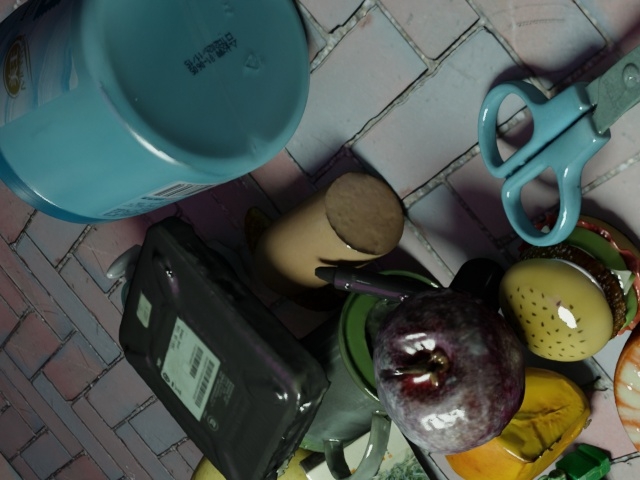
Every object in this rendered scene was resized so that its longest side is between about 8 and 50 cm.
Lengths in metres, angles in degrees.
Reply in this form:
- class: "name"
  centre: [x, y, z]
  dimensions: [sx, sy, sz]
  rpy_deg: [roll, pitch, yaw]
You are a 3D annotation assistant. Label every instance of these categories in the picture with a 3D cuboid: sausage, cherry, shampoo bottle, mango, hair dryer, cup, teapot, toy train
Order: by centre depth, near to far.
- class: "cherry"
  centre: [0.149, 0.152, 1.296]
  dimensions: [0.195, 0.195, 0.195]
  rpy_deg: [29, 139, 28]
- class: "hair dryer"
  centre: [0.114, 0.060, 1.441]
  dimensions: [0.248, 0.114, 0.070]
  rpy_deg: [11, 125, 22]
- class: "shampoo bottle"
  centre: [-0.235, -0.207, 1.447]
  dimensions: [0.343, 0.331, 0.331]
  rpy_deg: [-13, 112, 50]
- class: "mango"
  centre: [0.245, 0.258, 1.479]
  dimensions: [0.138, 0.187, 0.257]
  rpy_deg: [62, 158, 20]
- class: "toy train"
  centre: [0.354, 0.372, 1.516]
  dimensions: [0.071, 0.105, 0.178]
  rpy_deg: [28, 143, 55]
- class: "sausage"
  centre: [0.000, 0.000, 1.557]
  dimensions: [0.123, 0.123, 0.253]
  rpy_deg: [53, 146, -3]
- class: "teapot"
  centre: [0.051, 0.217, 1.600]
  dimensions: [0.200, 0.270, 0.337]
  rpy_deg: [10, 155, -22]
- class: "cup"
  centre: [-0.211, 0.086, 1.819]
  dimensions: [0.300, 0.173, 0.167]
  rpy_deg: [31, 141, 26]

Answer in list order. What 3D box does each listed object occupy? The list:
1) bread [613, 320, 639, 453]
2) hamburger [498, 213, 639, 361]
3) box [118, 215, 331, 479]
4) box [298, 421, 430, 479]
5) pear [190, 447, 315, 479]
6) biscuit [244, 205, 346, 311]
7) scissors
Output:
- class: "bread"
  centre: [0.482, 0.183, 1.196]
  dimensions: [0.328, 0.114, 0.295]
  rpy_deg: [22, 136, 36]
- class: "hamburger"
  centre: [0.287, 0.064, 1.286]
  dimensions: [0.175, 0.137, 0.175]
  rpy_deg: [28, 141, 25]
- class: "box"
  centre: [-0.156, 0.175, 1.605]
  dimensions: [0.350, 0.091, 0.359]
  rpy_deg: [45, 142, 18]
- class: "box"
  centre: [0.102, 0.422, 1.780]
  dimensions: [0.256, 0.164, 0.069]
  rpy_deg: [59, 173, -12]
- class: "pear"
  centre: [-0.074, 0.457, 1.913]
  dimensions: [0.309, 0.309, 0.309]
  rpy_deg: [29, 139, 28]
- class: "biscuit"
  centre: [-0.051, 0.045, 1.734]
  dimensions: [0.206, 0.025, 0.126]
  rpy_deg: [43, 144, 11]
- class: "scissors"
  centre: [0.289, -0.144, 1.103]
  dimensions: [0.447, 0.029, 0.192]
  rpy_deg: [-45, 60, 60]
